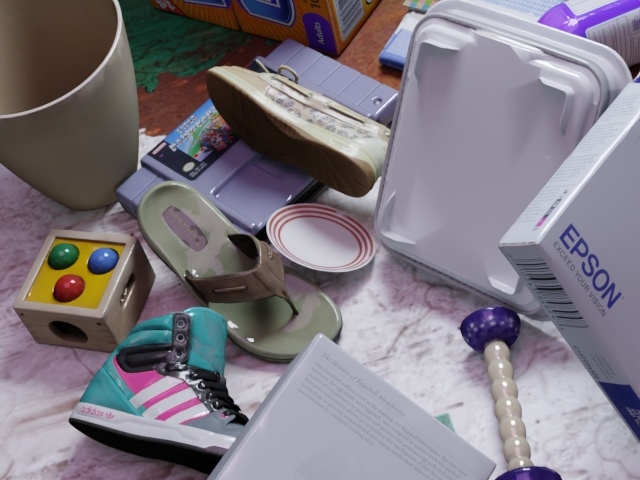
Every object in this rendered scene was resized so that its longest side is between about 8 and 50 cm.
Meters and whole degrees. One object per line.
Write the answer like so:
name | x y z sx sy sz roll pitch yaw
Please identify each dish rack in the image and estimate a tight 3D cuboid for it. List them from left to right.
dish rack | 0.185 -0.088 1.377 0.286 0.332 0.072 27 27 33

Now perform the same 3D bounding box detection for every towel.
towel | 0.234 -0.329 1.747 0.209 0.034 0.285 21 61 25

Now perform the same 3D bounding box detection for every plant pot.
plant pot | -0.345 -0.168 1.601 0.257 0.274 0.256 -6 53 9

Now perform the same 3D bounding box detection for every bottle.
bottle | 0.347 -0.266 1.611 0.283 0.118 0.092 -22 49 -3

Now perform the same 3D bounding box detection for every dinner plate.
dinner plate | 0.000 0.000 1.520 0.141 0.017 0.141 11 34 -8

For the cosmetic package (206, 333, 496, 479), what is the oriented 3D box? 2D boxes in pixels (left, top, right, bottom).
cosmetic package | 0.012 0.257 1.202 0.224 0.138 0.224 37 65 0

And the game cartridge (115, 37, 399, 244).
game cartridge | -0.085 -0.125 1.647 0.230 0.068 0.355 33 66 28

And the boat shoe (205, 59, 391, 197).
boat shoe | -0.027 -0.154 1.563 0.285 0.104 0.089 34 61 22

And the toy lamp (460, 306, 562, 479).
toy lamp | 0.207 0.198 1.296 0.080 0.080 0.274 -10 51 6

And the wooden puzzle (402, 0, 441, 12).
wooden puzzle | 0.153 -0.353 1.756 0.083 0.006 0.049 18 60 23

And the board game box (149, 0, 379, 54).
board game box | -0.067 -0.557 1.795 0.356 0.356 0.356 19 58 27

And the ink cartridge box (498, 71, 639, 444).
ink cartridge box | 0.376 0.012 1.259 0.330 0.324 0.071 -48 22 -22

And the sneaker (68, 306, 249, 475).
sneaker | -0.128 0.170 1.382 0.296 0.123 0.178 11 65 23

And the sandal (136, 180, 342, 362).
sandal | -0.108 0.037 1.461 0.303 0.086 0.120 39 71 9

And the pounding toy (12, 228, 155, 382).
pounding toy | -0.268 0.084 1.497 0.206 0.094 0.181 5 53 19
